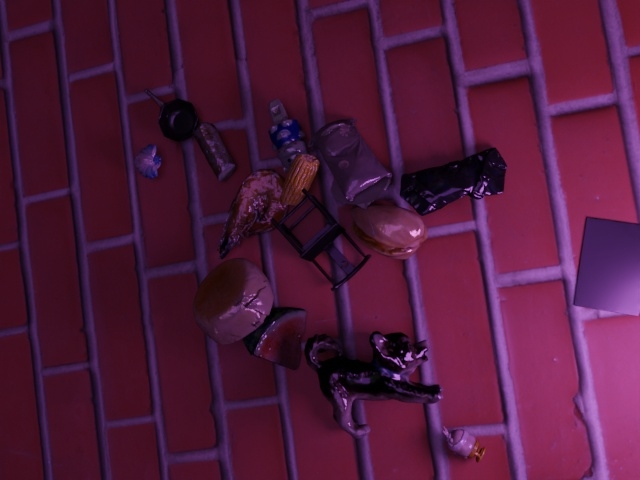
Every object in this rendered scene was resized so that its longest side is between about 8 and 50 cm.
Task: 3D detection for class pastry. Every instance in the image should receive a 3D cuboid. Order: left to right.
[{"bbox_3d":[-0.256,0.176,1.964,0.264,0.133,0.265,-23,39,20],"label":"pastry"}]

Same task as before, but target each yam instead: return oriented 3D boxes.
[{"bbox_3d":[-0.323,-0.274,2.078,0.078,0.078,0.179,-30,80,10],"label":"yam"}]

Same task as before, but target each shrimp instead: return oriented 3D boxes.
[{"bbox_3d":[-0.202,-0.067,2.050,0.164,0.062,0.317,31,96,6],"label":"shrimp"}]

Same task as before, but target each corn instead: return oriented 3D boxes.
[{"bbox_3d":[-0.062,-0.175,1.971,0.063,0.085,0.165,45,127,25],"label":"corn"}]

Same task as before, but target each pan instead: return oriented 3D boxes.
[{"bbox_3d":[-0.453,-0.407,2.129,0.128,0.048,0.202,-25,83,10],"label":"pan"}]

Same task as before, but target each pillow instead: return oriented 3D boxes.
[{"bbox_3d":[0.082,-0.246,1.944,0.169,0.059,0.255,-27,64,-11],"label":"pillow"}]

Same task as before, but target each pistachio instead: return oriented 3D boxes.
[{"bbox_3d":[0.187,-0.036,1.912,0.229,0.157,0.157,19,92,22],"label":"pistachio"}]

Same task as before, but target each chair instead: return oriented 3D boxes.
[{"bbox_3d":[0.000,0.000,1.956,0.154,0.141,0.260,-43,77,5],"label":"chair"}]

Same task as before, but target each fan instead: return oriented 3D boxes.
[{"bbox_3d":[0.123,-0.116,1.902,0.182,0.010,0.310,-14,45,7],"label":"fan"}]

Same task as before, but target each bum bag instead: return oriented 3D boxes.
[{"bbox_3d":[0.375,-0.161,1.905,0.309,0.074,0.137,-17,72,7],"label":"bum bag"}]

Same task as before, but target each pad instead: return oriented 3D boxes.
[{"bbox_3d":[0.785,0.069,1.831,0.170,0.006,0.246,8,90,13],"label":"pad"}]

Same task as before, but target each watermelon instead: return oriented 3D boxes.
[{"bbox_3d":[-0.123,0.282,1.967,0.202,0.207,0.136,35,122,-3],"label":"watermelon"}]

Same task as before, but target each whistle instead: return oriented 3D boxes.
[{"bbox_3d":[-0.099,-0.306,2.017,0.110,0.092,0.245,-22,84,15],"label":"whistle"}]

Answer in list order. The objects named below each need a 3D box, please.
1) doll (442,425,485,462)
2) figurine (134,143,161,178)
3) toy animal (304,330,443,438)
[{"bbox_3d":[0.384,0.563,1.873,0.127,0.073,0.084,31,126,11],"label":"doll"},{"bbox_3d":[-0.546,-0.246,2.139,0.114,0.079,0.114,15,110,46],"label":"figurine"},{"bbox_3d":[0.141,0.353,1.877,0.344,0.194,0.303,-27,87,5],"label":"toy animal"}]
